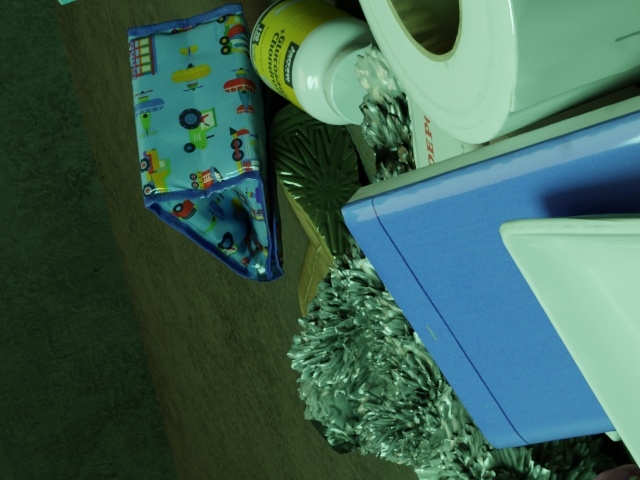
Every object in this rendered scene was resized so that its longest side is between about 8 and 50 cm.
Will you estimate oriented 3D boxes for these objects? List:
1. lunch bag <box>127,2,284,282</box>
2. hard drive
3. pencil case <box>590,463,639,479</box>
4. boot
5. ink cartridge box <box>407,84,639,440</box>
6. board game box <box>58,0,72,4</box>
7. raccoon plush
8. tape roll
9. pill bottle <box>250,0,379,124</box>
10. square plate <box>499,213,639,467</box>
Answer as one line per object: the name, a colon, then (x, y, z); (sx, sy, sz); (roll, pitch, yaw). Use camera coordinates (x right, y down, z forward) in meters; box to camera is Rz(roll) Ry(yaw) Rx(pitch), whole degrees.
lunch bag: (-0.105, -0.094, 1.918); (0.293, 0.138, 0.221); (59, -159, -64)
hard drive: (0.183, 0.023, 1.040); (0.318, 0.040, 0.210); (-17, 113, 45)
pencil case: (0.211, 0.350, 1.329); (0.160, 0.167, 0.386); (-97, 22, -50)
boot: (0.000, 0.000, 1.895); (0.269, 0.089, 0.236); (101, 150, -68)
ink cartridge box: (0.179, -0.021, 1.221); (0.273, 0.114, 0.197); (48, 154, 49)
board game box: (-0.222, -0.374, 1.839); (0.336, 0.253, 0.079); (44, 152, 56)
raccoon plush: (0.118, 0.074, 1.420); (0.299, 0.216, 0.447); (28, 137, 55)
tape roll: (0.130, -0.201, 1.056); (0.246, 0.169, 0.246); (160, 90, -74)
pill bottle: (0.008, -0.170, 1.615); (0.184, 0.103, 0.103); (39, 147, 60)
square plate: (0.294, 0.112, 0.909); (0.347, 0.049, 0.344); (56, 152, -17)
